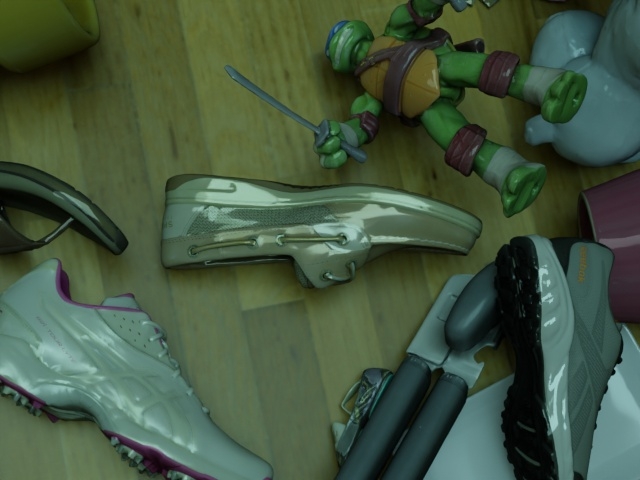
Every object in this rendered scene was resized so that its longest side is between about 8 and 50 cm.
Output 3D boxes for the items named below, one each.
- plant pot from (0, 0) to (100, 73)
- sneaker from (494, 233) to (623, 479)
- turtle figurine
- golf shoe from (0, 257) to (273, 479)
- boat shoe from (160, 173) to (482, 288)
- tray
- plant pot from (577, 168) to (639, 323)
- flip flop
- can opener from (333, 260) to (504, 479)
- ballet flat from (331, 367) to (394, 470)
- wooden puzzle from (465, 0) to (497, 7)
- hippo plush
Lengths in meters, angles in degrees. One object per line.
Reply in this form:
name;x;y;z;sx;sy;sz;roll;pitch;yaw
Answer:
plant pot;-0.361;-0.250;1.041;0.239;0.254;0.254;-23;80;2
sneaker;0.224;0.127;1.031;0.108;0.100;0.271;-6;101;-18
turtle figurine;0.079;-0.144;1.029;0.266;0.274;0.198;30;74;26
golf shoe;-0.164;0.127;1.033;0.306;0.115;0.140;30;71;-1
boat shoe;0.000;0.000;1.093;0.302;0.109;0.098;5;81;-1
tray;0.211;0.197;1.109;0.270;0.030;0.145;-25;80;-13
plant pot;0.347;0.002;1.104;0.180;0.201;0.201;-9;77;7
flip flop;-0.308;-0.031;1.053;0.277;0.112;0.080;17;77;0
can opener;0.096;0.132;1.061;0.074;0.093;0.280;22;64;23
ballet flat;0.033;0.171;1.090;0.041;0.041;0.114;25;74;-1
wooden puzzle;0.181;-0.281;1.237;0.083;0.006;0.049;-42;85;-16
hippo plush;0.329;-0.173;1.112;0.234;0.236;0.294;5;51;-22
